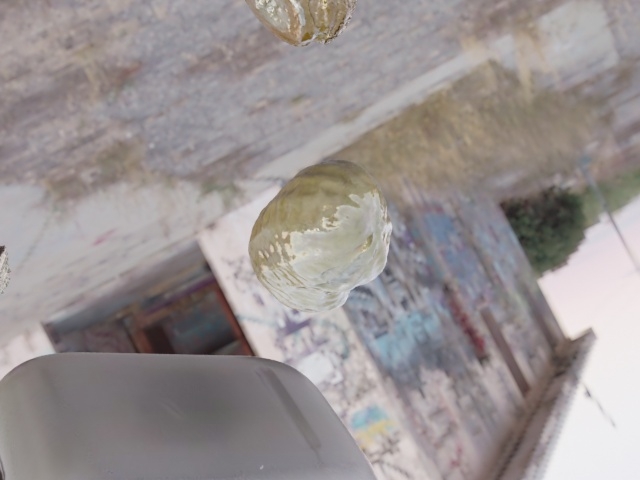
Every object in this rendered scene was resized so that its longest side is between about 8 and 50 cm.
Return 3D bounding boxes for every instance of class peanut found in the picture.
[{"bbox_3d":[-0.005,-0.003,1.702,0.174,0.158,0.340,10,163,-18],"label":"peanut"}]

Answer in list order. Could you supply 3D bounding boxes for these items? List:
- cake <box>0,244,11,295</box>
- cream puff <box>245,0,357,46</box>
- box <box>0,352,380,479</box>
[{"bbox_3d":[-0.421,0.025,1.446,0.140,0.051,0.055,13,-150,12],"label":"cake"},{"bbox_3d":[-0.022,-0.308,1.497,0.115,0.165,0.150,-37,167,-22],"label":"cream puff"},{"bbox_3d":[-0.127,0.213,1.183,0.349,0.141,0.288,4,-157,-27],"label":"box"}]
